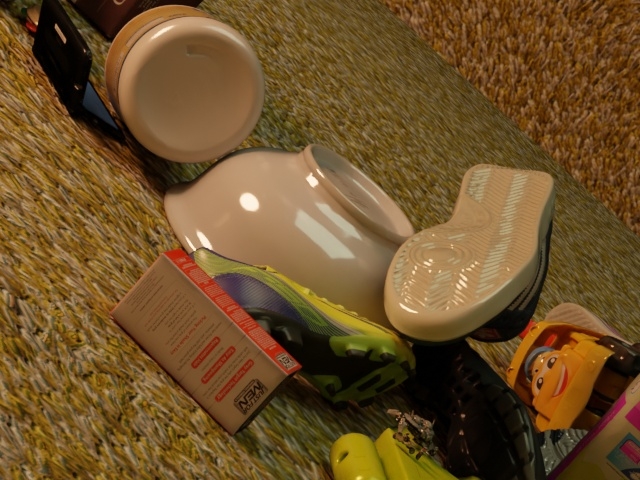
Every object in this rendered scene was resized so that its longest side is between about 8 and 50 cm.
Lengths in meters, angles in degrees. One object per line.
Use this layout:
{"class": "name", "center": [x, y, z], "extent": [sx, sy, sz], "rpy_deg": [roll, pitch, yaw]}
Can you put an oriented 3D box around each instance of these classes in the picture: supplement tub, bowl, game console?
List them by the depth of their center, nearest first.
{"class": "bowl", "center": [0.000, 0.000, 1.874], "extent": [0.298, 0.134, 0.298], "rpy_deg": [39, 14, -12]}
{"class": "game console", "center": [-0.236, -0.175, 1.904], "extent": [0.071, 0.107, 0.122], "rpy_deg": [-4, 39, -31]}
{"class": "supplement tub", "center": [-0.141, -0.162, 1.916], "extent": [0.144, 0.144, 0.199], "rpy_deg": [37, 2, -17]}

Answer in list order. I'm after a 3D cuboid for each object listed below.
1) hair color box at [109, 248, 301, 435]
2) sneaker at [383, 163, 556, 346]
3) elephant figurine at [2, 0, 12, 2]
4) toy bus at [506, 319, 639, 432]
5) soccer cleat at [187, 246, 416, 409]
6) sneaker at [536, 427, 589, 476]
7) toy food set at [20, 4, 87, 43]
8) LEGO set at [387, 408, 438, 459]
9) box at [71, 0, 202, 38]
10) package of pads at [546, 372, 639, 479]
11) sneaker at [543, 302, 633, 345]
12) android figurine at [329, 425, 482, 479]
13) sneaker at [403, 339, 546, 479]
{"class": "hair color box", "center": [-0.092, 0.080, 1.519], "extent": [0.141, 0.072, 0.043], "rpy_deg": [45, 15, 8]}
{"class": "sneaker", "center": [0.154, 0.051, 1.839], "extent": [0.131, 0.148, 0.350], "rpy_deg": [12, 26, 19]}
{"class": "elephant figurine", "center": [-0.344, -0.373, 2.038], "extent": [0.186, 0.169, 0.239], "rpy_deg": [51, 12, -38]}
{"class": "toy bus", "center": [0.294, 0.157, 2.194], "extent": [0.211, 0.149, 0.220], "rpy_deg": [36, 11, 36]}
{"class": "soccer cleat", "center": [-0.014, 0.072, 1.685], "extent": [0.289, 0.093, 0.121], "rpy_deg": [21, 36, -50]}
{"class": "sneaker", "center": [0.308, 0.289, 1.948], "extent": [0.235, 0.153, 0.094], "rpy_deg": [9, 38, 19]}
{"class": "toy food set", "center": [-0.282, -0.221, 2.012], "extent": [0.083, 0.020, 0.082], "rpy_deg": [42, 14, -1]}
{"class": "LEGO set", "center": [0.085, 0.163, 1.629], "extent": [0.054, 0.023, 0.083], "rpy_deg": [38, 10, -15]}
{"class": "box", "center": [-0.235, -0.361, 2.248], "extent": [0.203, 0.168, 0.167], "rpy_deg": [44, 13, 12]}
{"class": "package of pads", "center": [0.361, 0.283, 1.793], "extent": [0.296, 0.229, 0.101], "rpy_deg": [41, 24, 7]}
{"class": "sneaker", "center": [0.405, 0.192, 2.440], "extent": [0.161, 0.102, 0.282], "rpy_deg": [36, 15, -32]}
{"class": "android figurine", "center": [0.114, 0.253, 1.577], "extent": [0.248, 0.056, 0.273], "rpy_deg": [38, 12, -19]}
{"class": "sneaker", "center": [0.171, 0.181, 1.855], "extent": [0.106, 0.101, 0.267], "rpy_deg": [36, 16, -31]}
